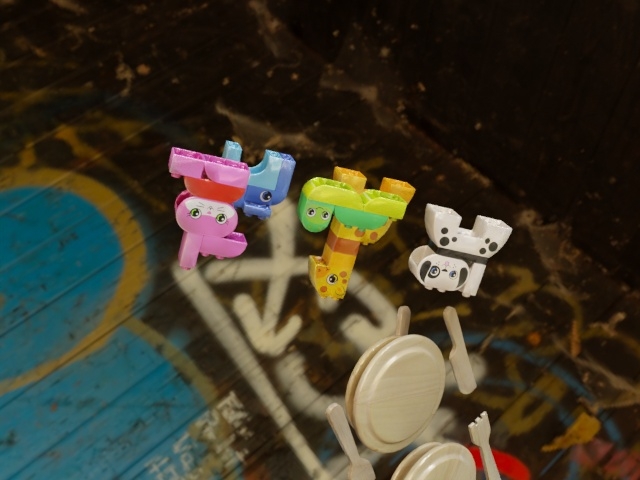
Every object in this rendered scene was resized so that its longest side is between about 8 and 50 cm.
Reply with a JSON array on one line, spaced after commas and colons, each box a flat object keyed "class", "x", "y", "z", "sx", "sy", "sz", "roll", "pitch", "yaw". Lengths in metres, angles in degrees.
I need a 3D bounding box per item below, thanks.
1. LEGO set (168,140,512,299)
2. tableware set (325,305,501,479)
[{"class": "LEGO set", "x": 0.000, "y": 0.000, "z": 0.577, "sx": 0.087, "sy": 0.227, "sz": 0.093, "roll": -122, "pitch": -134, "yaw": -67}, {"class": "tableware set", "x": 0.063, "y": 0.146, "z": 0.622, "sx": 0.039, "sy": 0.128, "sz": 0.194, "roll": 21, "pitch": -42, "yaw": 48}]
